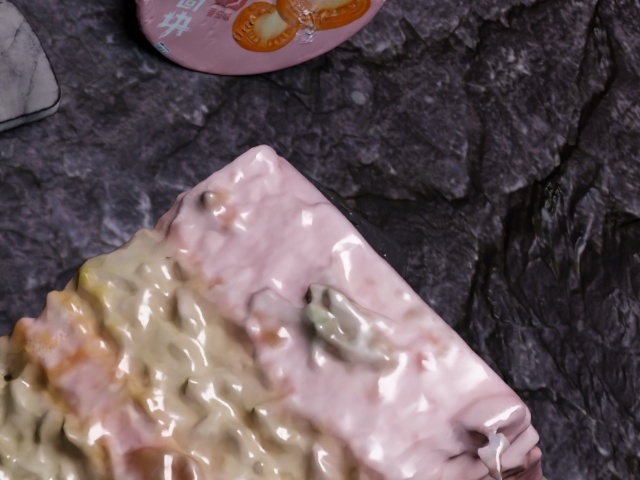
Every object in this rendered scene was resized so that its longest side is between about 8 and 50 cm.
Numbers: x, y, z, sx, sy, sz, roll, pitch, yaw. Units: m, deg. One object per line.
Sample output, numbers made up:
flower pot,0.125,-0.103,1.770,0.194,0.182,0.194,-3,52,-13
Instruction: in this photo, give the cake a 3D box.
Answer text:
cake,-0.049,0.150,1.253,0.307,0.293,0.314,-40,69,-5

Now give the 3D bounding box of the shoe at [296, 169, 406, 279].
shoe,0.000,0.000,1.611,0.179,0.049,0.071,31,57,-37

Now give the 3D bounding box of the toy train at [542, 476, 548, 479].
toy train,0.128,0.267,1.455,0.300,0.131,0.202,41,44,-4

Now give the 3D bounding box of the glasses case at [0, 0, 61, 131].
glasses case,-0.347,-0.112,1.432,0.299,0.060,0.114,-24,82,-42

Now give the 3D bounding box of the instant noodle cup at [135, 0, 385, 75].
instant noodle cup,-0.073,-0.309,1.653,0.243,0.243,0.231,5,51,-32
